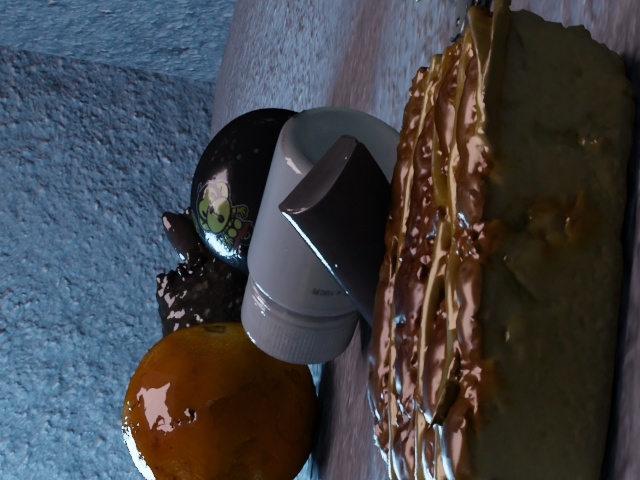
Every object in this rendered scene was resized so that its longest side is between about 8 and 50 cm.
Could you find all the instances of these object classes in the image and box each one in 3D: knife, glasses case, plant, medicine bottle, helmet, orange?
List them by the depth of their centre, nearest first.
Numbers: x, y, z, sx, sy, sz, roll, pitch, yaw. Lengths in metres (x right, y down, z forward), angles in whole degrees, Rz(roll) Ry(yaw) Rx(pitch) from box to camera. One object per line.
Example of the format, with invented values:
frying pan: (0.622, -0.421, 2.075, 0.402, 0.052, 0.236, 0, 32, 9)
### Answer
glasses case: (0.050, 0.020, 0.879, 0.072, 0.191, 0.042, -50, 32, -21)
knife: (0.136, -0.246, 1.075, 0.044, 0.023, 0.162, -169, 88, -77)
medicine bottle: (0.000, 0.000, 1.294, 0.145, 0.144, 0.252, -93, 17, -50)
orange: (-0.119, 0.210, 1.535, 0.240, 0.239, 0.240, -171, 90, -81)
helmet: (-0.091, -0.086, 1.754, 0.230, 0.160, 0.279, 123, 164, -46)
plant: (-0.137, 0.064, 1.893, 0.181, 0.194, 0.321, 53, -153, -52)

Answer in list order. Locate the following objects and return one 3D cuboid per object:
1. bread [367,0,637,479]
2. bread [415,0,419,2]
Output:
bread: (0.103, 0.015, 0.771, 0.185, 0.114, 0.275, 142, 134, -77)
bread: (0.087, -0.448, 1.196, 0.324, 0.143, 0.333, -90, 12, -47)
